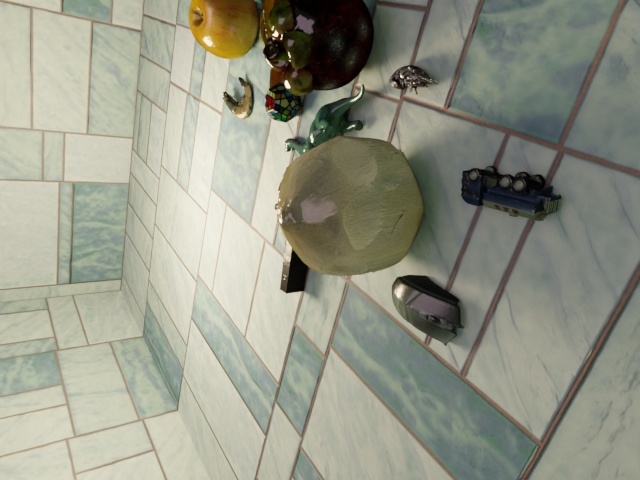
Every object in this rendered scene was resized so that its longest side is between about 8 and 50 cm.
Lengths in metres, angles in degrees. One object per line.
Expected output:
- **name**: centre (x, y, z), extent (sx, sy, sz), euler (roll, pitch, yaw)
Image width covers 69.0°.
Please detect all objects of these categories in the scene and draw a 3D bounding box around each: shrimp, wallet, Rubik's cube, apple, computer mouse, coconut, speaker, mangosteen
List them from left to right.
- **apple**: centre (-0.375, -0.849, 1.798), extent (0.285, 0.232, 0.287), euler (7, 98, 52)
- **shrimp**: centre (-0.342, -0.597, 1.931), extent (0.217, 0.051, 0.150), euler (44, 123, 33)
- **wallet**: centre (-0.155, -0.542, 1.696), extent (0.095, 0.026, 0.176), euler (12, 103, 47)
- **Rubik's cube**: centre (-0.129, -0.472, 1.593), extent (0.112, 0.133, 0.133), euler (45, 132, 8)
- **speaker**: centre (-0.084, 0.071, 1.599), extent (0.044, 0.082, 0.218), euler (28, 116, 48)
- **mangosteen**: centre (-0.005, -0.551, 1.262), extent (0.300, 0.300, 0.301), euler (5, 97, 53)
- **coconut**: centre (0.061, -0.087, 1.158), extent (0.346, 0.360, 0.347), euler (9, 102, 52)
- **shrimp**: centre (0.231, -0.401, 1.160), extent (0.065, 0.056, 0.165), euler (-62, 34, 13)
- **computer mouse**: centre (0.253, 0.167, 1.156), extent (0.231, 0.071, 0.126), euler (38, 122, 45)

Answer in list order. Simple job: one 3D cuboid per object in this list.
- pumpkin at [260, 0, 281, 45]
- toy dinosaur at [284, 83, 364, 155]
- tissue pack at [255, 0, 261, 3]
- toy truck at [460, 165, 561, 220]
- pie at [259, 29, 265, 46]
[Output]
- **pumpkin**: centre (-0.075, -0.704, 1.414), extent (0.317, 0.221, 0.139), euler (89, 166, -56)
- **toy dinosaur**: centre (-0.006, -0.375, 1.462), extent (0.384, 0.129, 0.331), euler (-64, 37, 32)
- **tissue pack**: centre (-0.157, -0.919, 1.481), extent (0.287, 0.206, 0.198), euler (-45, 49, 30)
- **toy truck**: centre (0.389, -0.099, 0.961), extent (0.201, 0.074, 0.088), euler (26, 122, 49)
- **pie**: centre (-0.145, -0.784, 1.626), extent (0.218, 0.052, 0.185), euler (-46, 47, 34)
